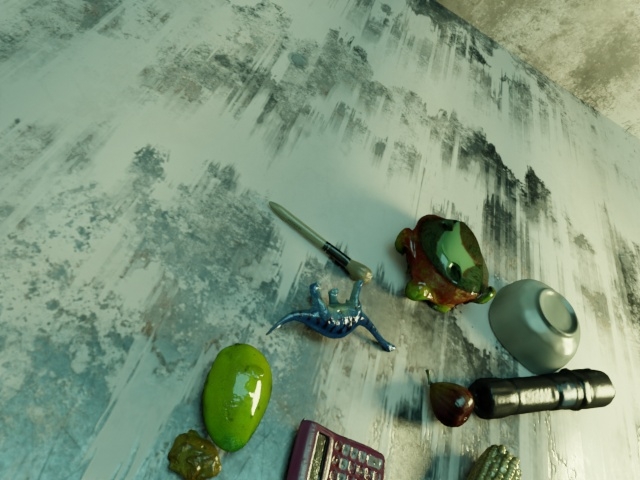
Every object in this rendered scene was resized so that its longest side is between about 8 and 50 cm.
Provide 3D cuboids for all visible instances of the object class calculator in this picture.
[{"bbox_3d":[0.031,0.411,0.891,0.190,0.034,0.127,31,47,-16],"label":"calculator"}]

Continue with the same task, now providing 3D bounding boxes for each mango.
[{"bbox_3d":[-0.139,0.262,0.850,0.119,0.100,0.178,19,58,-22],"label":"mango"}]

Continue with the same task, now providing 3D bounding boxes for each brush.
[{"bbox_3d":[0.000,0.000,1.163,0.299,0.039,0.042,39,86,2],"label":"brush"}]

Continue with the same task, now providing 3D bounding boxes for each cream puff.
[{"bbox_3d":[-0.197,0.343,0.789,0.083,0.083,0.058,27,92,-26],"label":"cream puff"}]

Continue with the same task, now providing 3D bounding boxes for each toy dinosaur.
[{"bbox_3d":[0.027,0.148,1.048,0.329,0.076,0.144,16,58,-34],"label":"toy dinosaur"}]

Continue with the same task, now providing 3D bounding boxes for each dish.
[{"bbox_3d":[0.575,0.208,1.303,0.256,0.117,0.256,15,53,-21],"label":"dish"}]

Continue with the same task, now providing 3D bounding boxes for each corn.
[{"bbox_3d":[0.319,0.493,0.977,0.211,0.087,0.087,-35,80,-36],"label":"corn"}]

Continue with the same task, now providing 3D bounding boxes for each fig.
[{"bbox_3d":[0.261,0.331,1.065,0.089,0.089,0.125,-14,39,-37],"label":"fig"}]

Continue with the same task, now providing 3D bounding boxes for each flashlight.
[{"bbox_3d":[0.525,0.363,1.187,0.424,0.103,0.103,4,57,-27],"label":"flashlight"}]

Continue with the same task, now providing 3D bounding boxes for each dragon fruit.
[{"bbox_3d":[0.314,0.049,1.259,0.268,0.130,0.295,45,47,-2],"label":"dragon fruit"}]
